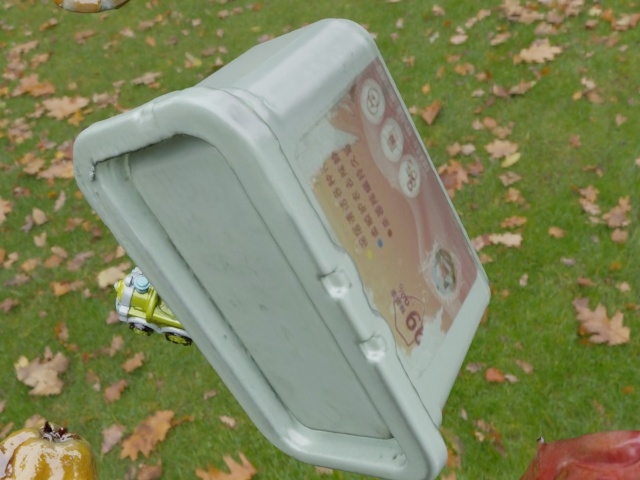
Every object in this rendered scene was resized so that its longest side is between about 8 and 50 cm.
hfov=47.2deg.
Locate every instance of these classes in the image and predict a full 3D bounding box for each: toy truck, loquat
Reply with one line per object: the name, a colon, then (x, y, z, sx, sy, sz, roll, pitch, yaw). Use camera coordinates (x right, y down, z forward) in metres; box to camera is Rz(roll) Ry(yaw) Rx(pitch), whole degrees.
toy truck: (-0.171, 0.065, 0.801, 0.111, 0.077, 0.076, 16, 66, -6)
loquat: (-0.298, 0.260, 0.774, 0.137, 0.113, 0.137, 1, 80, -6)

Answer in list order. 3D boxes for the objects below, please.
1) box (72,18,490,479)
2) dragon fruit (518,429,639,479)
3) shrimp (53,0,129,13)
box: (0.000, 0.000, 0.537, 0.175, 0.311, 0.182, -7, 33, 43)
dragon fruit: (0.291, 0.298, 0.623, 0.286, 0.329, 0.228, 41, 56, 17)
shrimp: (-0.281, -0.430, 1.000, 0.152, 0.063, 0.287, 16, 74, 6)
